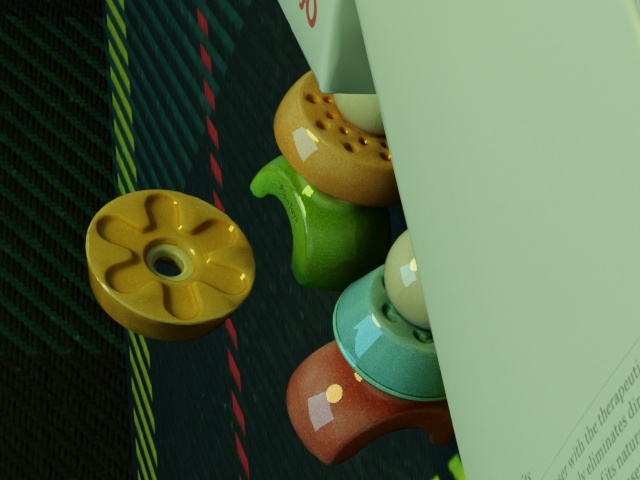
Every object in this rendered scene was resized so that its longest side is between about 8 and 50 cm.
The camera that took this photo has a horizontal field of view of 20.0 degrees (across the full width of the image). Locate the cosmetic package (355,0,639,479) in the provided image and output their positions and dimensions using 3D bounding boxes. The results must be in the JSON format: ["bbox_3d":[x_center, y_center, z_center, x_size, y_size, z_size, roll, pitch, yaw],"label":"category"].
[{"bbox_3d":[0.125,-0.018,0.564,0.197,0.155,0.366,110,156,-53],"label":"cosmetic package"}]

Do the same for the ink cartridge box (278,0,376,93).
[{"bbox_3d":[0.054,-0.253,0.890,0.223,0.129,0.307,-112,26,-55],"label":"ink cartridge box"}]

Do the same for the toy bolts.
[{"bbox_3d":[0.000,0.000,1.019,0.228,0.218,0.158,59,145,29],"label":"toy bolts"}]
